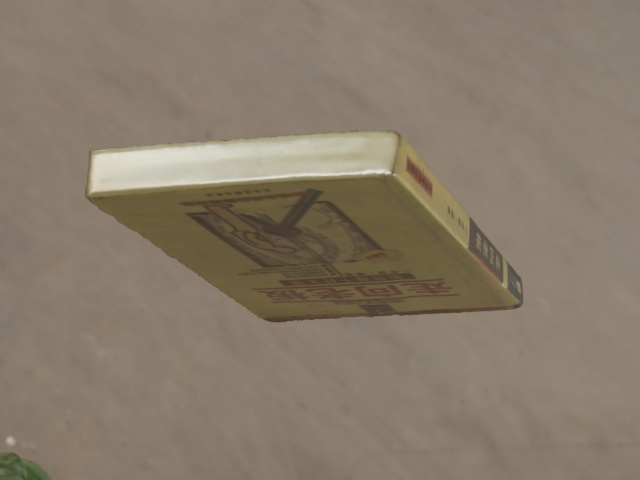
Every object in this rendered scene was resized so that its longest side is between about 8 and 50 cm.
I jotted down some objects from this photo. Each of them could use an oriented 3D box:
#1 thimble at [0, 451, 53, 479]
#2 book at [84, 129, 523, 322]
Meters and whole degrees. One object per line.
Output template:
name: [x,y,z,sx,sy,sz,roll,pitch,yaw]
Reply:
thimble: [-0.166,0.195,0.613,0.150,0.219,0.219,37,21,28]
book: [0.000,0.000,0.787,0.231,0.161,0.026,40,50,-62]
